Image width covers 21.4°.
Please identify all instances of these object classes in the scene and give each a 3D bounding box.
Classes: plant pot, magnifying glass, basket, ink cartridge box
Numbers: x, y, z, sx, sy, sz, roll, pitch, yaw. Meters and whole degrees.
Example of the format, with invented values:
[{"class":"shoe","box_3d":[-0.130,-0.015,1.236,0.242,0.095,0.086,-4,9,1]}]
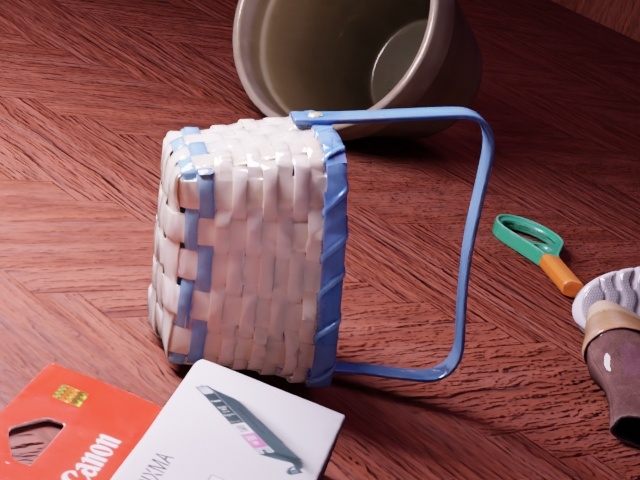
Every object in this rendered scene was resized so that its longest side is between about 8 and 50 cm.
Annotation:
[{"class":"plant pot","box_3d":[0.082,-0.271,2.376,0.323,0.323,0.280,31,5,33]},{"class":"magnifying glass","box_3d":[0.278,0.017,2.107,0.092,0.026,0.231,14,19,-16]},{"class":"basket","box_3d":[0.000,0.000,1.477,0.289,0.254,0.201,5,18,-9]},{"class":"ink cartridge box","box_3d":[-0.121,0.152,1.214,0.239,0.060,0.275,22,17,4]}]

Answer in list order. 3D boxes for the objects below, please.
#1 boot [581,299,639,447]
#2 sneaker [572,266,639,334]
[{"class":"boot","box_3d":[0.382,0.166,1.722,0.248,0.090,0.207,20,31,-15]},{"class":"sneaker","box_3d":[0.395,0.091,1.943,0.281,0.105,0.115,4,-11,-30]}]
